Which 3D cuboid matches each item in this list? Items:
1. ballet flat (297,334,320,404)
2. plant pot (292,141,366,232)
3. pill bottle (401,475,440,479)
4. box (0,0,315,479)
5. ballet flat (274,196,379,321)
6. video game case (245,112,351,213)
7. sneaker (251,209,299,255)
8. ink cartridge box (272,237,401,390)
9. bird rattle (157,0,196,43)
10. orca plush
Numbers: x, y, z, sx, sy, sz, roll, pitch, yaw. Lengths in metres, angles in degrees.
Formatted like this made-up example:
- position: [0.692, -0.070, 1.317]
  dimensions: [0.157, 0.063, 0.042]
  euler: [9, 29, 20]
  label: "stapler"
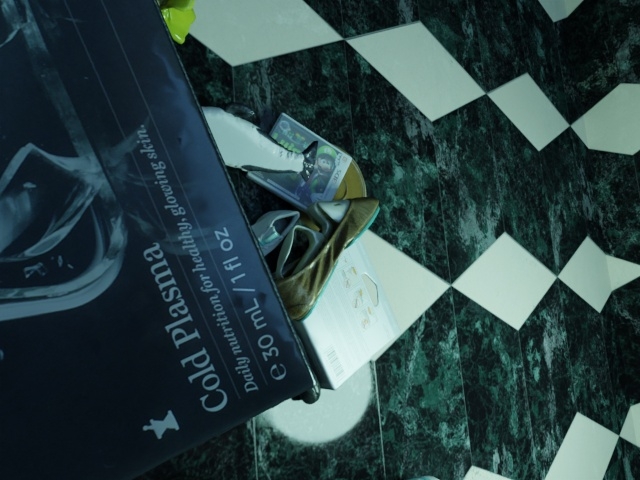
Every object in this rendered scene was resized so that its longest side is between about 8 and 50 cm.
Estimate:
- position: [-0.047, 0.257, 0.918]
  dimensions: [0.049, 0.058, 0.173]
  euler: [-50, 120, -77]
  label: "ballet flat"
- position: [0.027, -0.125, 1.049]
  dimensions: [0.236, 0.032, 0.236]
  euler: [8, 77, -37]
  label: "plant pot"
- position: [0.162, 0.595, 0.943]
  dimensions: [0.264, 0.146, 0.146]
  euler: [13, 74, -35]
  label: "pill bottle"
- position: [-0.329, 0.013, 0.485]
  dimensions: [0.472, 0.297, 0.479]
  euler: [-24, 97, -12]
  label: "box"
- position: [0.000, 0.000, 0.892]
  dimensions: [0.124, 0.116, 0.342]
  euler: [44, 63, -14]
  label: "ballet flat"
- position: [-0.042, -0.161, 0.972]
  dimensions: [0.190, 0.022, 0.173]
  euler: [30, 68, -14]
  label: "video game case"
- position: [-0.121, 0.004, 0.869]
  dimensions: [0.080, 0.094, 0.212]
  euler: [53, 55, -19]
  label: "sneaker"
- position: [0.041, 0.147, 0.991]
  dimensions: [0.239, 0.060, 0.275]
  euler: [-29, 99, -39]
  label: "ink cartridge box"
- position: [-0.341, -0.467, 0.793]
  dimensions: [0.254, 0.143, 0.206]
  euler: [-3, 63, -35]
  label: "bird rattle"
- position: [-0.147, -0.212, 0.883]
  dimensions: [0.287, 0.151, 0.102]
  euler: [3, 37, -14]
  label: "orca plush"
